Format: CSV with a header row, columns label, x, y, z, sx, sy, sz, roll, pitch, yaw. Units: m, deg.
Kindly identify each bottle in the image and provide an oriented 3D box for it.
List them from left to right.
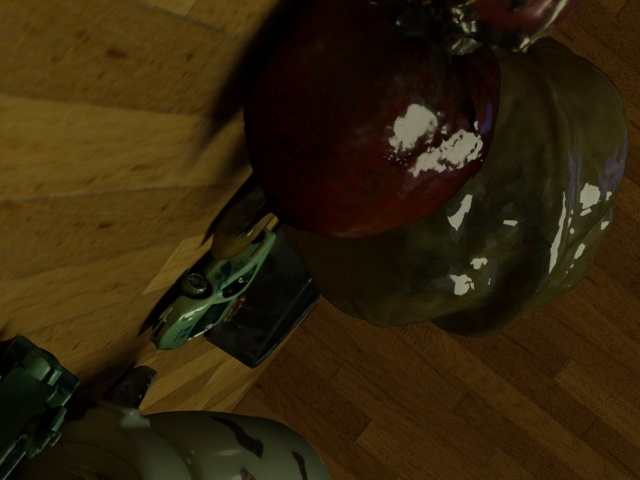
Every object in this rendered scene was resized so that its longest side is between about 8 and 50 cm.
label,x,y,z,sx,sy,sz,roll,pitch,yaw
bottle,-0.160,0.254,1.499,0.229,0.229,0.351,-53,151,12

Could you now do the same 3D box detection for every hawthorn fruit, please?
label,x,y,z,sx,sy,sz,roll,pitch,yaw
hawthorn fruit,0.014,-0.081,1.170,0.235,0.181,0.181,-39,-178,28

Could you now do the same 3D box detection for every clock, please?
label,x,y,z,sx,sy,sz,roll,pitch,yaw
clock,0.000,0.000,2.096,0.386,0.076,0.386,-51,175,-6

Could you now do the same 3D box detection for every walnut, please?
label,x,y,z,sx,sy,sz,roll,pitch,yaw
walnut,0.117,-0.056,1.379,0.282,0.253,0.277,-36,155,-46

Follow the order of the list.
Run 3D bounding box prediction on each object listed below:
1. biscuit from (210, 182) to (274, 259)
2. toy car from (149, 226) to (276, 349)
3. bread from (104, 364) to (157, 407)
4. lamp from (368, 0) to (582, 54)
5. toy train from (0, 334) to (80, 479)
label,x,y,z,sx,sy,sz,roll,pitch,yaw
biscuit,-0.028,-0.075,1.497,0.174,0.039,0.183,-46,173,-31
toy car,-0.103,0.051,1.613,0.186,0.058,0.093,-47,175,-48
bread,-0.203,0.168,1.684,0.083,0.035,0.070,-53,178,-26
lamp,0.130,-0.240,0.961,0.274,0.177,0.177,-53,175,23
toy train,-0.226,0.140,1.062,0.172,0.070,0.099,-51,-174,0
